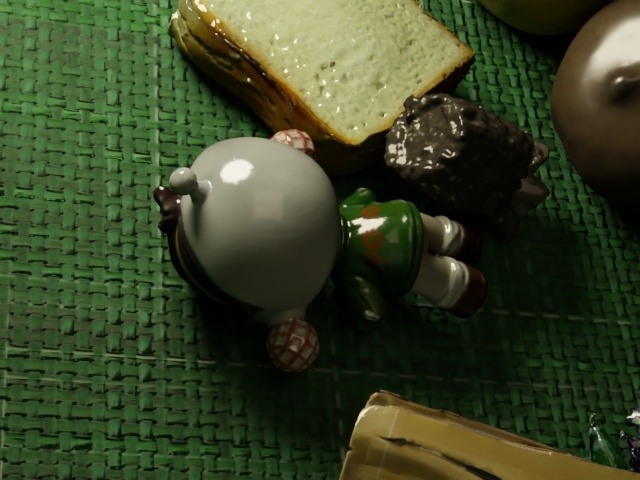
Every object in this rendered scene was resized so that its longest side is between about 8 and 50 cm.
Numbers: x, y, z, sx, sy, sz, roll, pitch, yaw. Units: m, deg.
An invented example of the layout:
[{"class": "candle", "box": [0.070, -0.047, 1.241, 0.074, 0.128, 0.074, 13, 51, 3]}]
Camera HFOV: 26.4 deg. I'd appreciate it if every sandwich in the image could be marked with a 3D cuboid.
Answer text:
[{"class": "sandwich", "box": [0.002, -0.230, 1.604, 0.301, 0.099, 0.271, 44, 58, 7]}]

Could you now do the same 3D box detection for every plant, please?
[{"class": "plant", "box": [0.173, -0.085, 1.528, 0.203, 0.131, 0.142, 33, 84, -37]}]

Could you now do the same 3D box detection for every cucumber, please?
[{"class": "cucumber", "box": [0.314, 0.256, 1.434, 0.037, 0.037, 0.155, -9, 63, -26]}]

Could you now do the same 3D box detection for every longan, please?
[{"class": "longan", "box": [0.421, -0.167, 1.616, 0.297, 0.297, 0.297, 10, 55, -15]}]

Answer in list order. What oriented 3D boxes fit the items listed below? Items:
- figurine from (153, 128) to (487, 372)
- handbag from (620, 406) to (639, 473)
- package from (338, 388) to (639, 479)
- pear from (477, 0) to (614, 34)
[{"class": "figurine", "box": [0.000, 0.000, 1.411, 0.370, 0.167, 0.281, 13, 58, -23]}, {"class": "handbag", "box": [0.415, 0.272, 1.400, 0.162, 0.113, 0.260, 3, 49, -56]}, {"class": "package", "box": [0.167, 0.262, 1.262, 0.311, 0.165, 0.221, 18, 51, 5]}, {"class": "pear", "box": [0.342, -0.392, 1.654, 0.340, 0.386, 0.191, -24, 62, -28]}]
